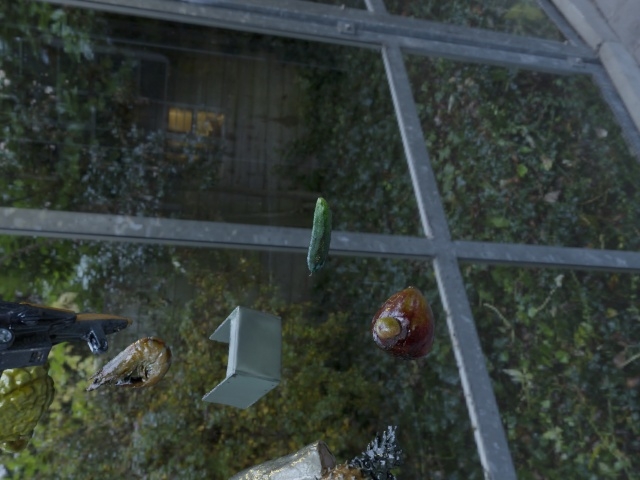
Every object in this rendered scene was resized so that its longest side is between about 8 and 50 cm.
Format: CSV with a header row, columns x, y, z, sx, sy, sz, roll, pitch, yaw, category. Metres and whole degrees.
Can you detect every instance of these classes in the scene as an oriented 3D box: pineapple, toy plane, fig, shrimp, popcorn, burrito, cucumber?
x,y,z,sx,sy,sz,roll,pitch,yaw,category
0.084,0.517,1.318,0.157,0.278,0.158,40,156,21,pineapple
-0.426,0.148,0.916,0.204,0.316,0.103,-56,46,29,toy plane
0.289,0.299,2.135,0.224,0.223,0.263,-114,30,-65,fig
-0.607,0.424,1.968,0.152,0.287,0.063,56,177,-9,shrimp
-0.841,0.430,1.615,0.173,0.225,0.286,33,100,33,popcorn
-0.109,0.593,1.495,0.143,0.299,0.105,-49,-66,-84,burrito
0.000,0.000,1.100,0.039,0.039,0.168,-106,21,-57,cucumber

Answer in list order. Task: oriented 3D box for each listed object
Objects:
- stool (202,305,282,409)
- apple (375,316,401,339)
x,y,z,sx,sy,sz,roll,pitch,yaw,category
-0.263,0.398,2.069,0.269,0.170,0.244,-44,36,42,stool
0.222,0.286,2.007,0.084,0.083,0.071,121,137,-64,apple
